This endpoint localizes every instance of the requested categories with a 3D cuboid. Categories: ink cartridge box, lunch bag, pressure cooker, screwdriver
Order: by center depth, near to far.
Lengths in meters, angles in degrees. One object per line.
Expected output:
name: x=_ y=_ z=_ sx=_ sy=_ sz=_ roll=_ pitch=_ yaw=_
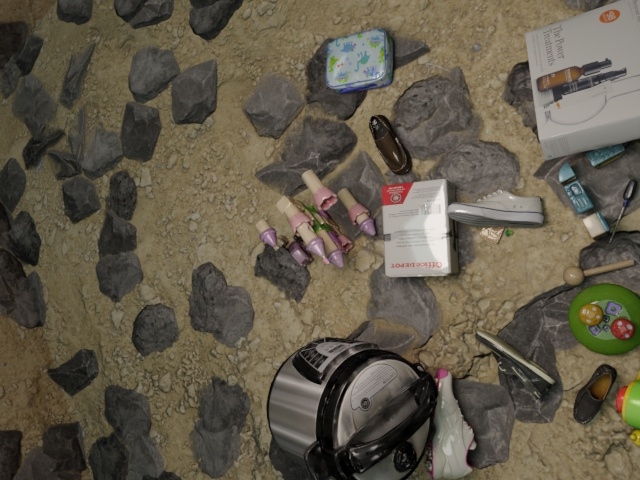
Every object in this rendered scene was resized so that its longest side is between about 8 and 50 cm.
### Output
screwdriver: x=0.772 y=-0.072 z=1.365 sx=0.025 sy=0.024 sz=0.169 roll=11 pitch=100 yaw=1
pressure cooker: x=0.100 y=0.467 z=1.459 sx=0.420 sy=0.376 sz=0.369 roll=-7 pitch=61 yaw=55
ink cartridge box: x=0.294 y=-0.029 z=1.576 sx=0.197 sy=0.114 sz=0.272 roll=-4 pitch=84 yaw=29
lunch bag: x=0.124 y=-0.566 z=1.715 sx=0.219 sy=0.090 sz=0.176 roll=-3 pitch=85 yaw=29

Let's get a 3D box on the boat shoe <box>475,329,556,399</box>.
boat shoe: x=0.512 y=0.331 z=1.451 sx=0.233 sy=0.084 sz=0.079 roll=39 pitch=105 yaw=22

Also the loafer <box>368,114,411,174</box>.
loafer: x=0.203 y=-0.299 z=1.662 sx=0.080 sy=0.078 sz=0.220 roll=-36 pitch=71 yaw=23

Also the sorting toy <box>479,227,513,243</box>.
sorting toy: x=0.499 y=-0.023 z=1.517 sx=0.083 sy=0.012 sz=0.062 roll=27 pitch=96 yaw=31

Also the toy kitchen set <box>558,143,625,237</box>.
toy kitchen set: x=0.712 y=-0.130 z=1.340 sx=0.166 sy=0.122 sz=0.207 roll=-30 pitch=73 yaw=25

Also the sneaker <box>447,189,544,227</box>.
sneaker: x=0.477 y=-0.090 z=1.469 sx=0.258 sy=0.094 sz=0.091 roll=6 pitch=73 yaw=2

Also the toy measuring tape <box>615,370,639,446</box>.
toy measuring tape: x=0.780 y=0.333 z=1.273 sx=0.121 sy=0.121 sz=0.330 roll=9 pitch=94 yaw=30

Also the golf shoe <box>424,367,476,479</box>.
golf shoe: x=0.371 y=0.521 z=1.523 sx=0.140 sy=0.115 sz=0.306 roll=3 pitch=85 yaw=4

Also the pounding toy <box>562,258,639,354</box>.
pounding toy: x=0.708 y=0.172 z=1.333 sx=0.183 sy=0.110 sz=0.236 roll=-12 pitch=82 yaw=28

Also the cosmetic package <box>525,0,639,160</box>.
cosmetic package: x=0.672 y=-0.401 z=1.313 sx=0.285 sy=0.097 sz=0.377 roll=-11 pitch=57 yaw=27

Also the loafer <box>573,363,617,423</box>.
loafer: x=0.690 y=0.393 z=1.358 sx=0.062 sy=0.061 sz=0.170 roll=26 pitch=100 yaw=27

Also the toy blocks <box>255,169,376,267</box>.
toy blocks: x=0.000 y=0.000 z=1.641 sx=0.309 sy=0.289 sz=0.260 roll=-43 pitch=63 yaw=17

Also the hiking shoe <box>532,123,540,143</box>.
hiking shoe: x=0.683 y=-0.299 z=1.400 sx=0.227 sy=0.086 sz=0.114 roll=-23 pitch=89 yaw=33
